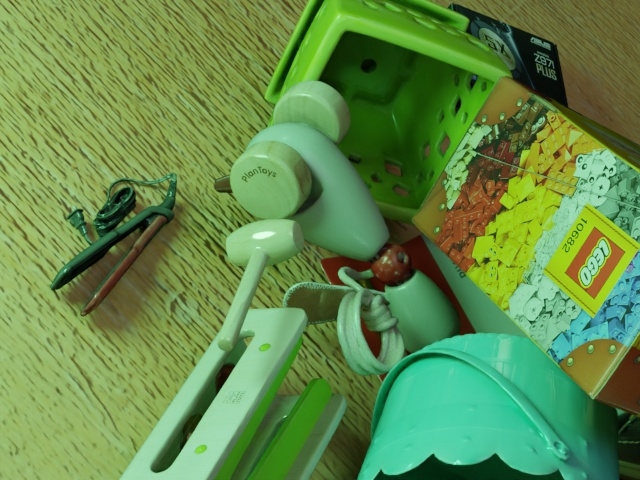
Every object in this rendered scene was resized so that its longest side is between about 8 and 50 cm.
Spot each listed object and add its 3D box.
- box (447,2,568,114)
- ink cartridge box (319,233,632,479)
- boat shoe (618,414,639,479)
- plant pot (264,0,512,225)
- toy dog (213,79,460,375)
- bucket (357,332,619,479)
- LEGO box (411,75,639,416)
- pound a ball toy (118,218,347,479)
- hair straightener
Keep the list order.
[{"bbox_3d":[0.240,-0.223,2.025,0.180,0.077,0.147,18,48,-24],"label":"box"},{"bbox_3d":[0.223,0.101,1.748,0.385,0.091,0.308,-9,63,-41],"label":"ink cartridge box"},{"bbox_3d":[0.399,0.226,1.702,0.342,0.123,0.123,8,80,-36],"label":"boat shoe"},{"bbox_3d":[0.064,-0.182,1.746,0.227,0.228,0.207,17,29,-18],"label":"plant pot"},{"bbox_3d":[0.000,0.000,1.614,0.220,0.161,0.334,-22,89,-50],"label":"toy dog"},{"bbox_3d":[0.167,0.236,1.461,0.281,0.281,0.183,30,42,-12],"label":"bucket"},{"bbox_3d":[0.404,0.058,1.566,0.500,0.193,0.372,22,16,-34],"label":"LEGO box"},{"bbox_3d":[-0.100,0.150,1.418,0.319,0.135,0.208,-59,134,-46],"label":"pound a ball toy"},{"bbox_3d":[-0.218,-0.017,1.553,0.089,0.047,0.230,39,43,-4],"label":"hair straightener"}]
